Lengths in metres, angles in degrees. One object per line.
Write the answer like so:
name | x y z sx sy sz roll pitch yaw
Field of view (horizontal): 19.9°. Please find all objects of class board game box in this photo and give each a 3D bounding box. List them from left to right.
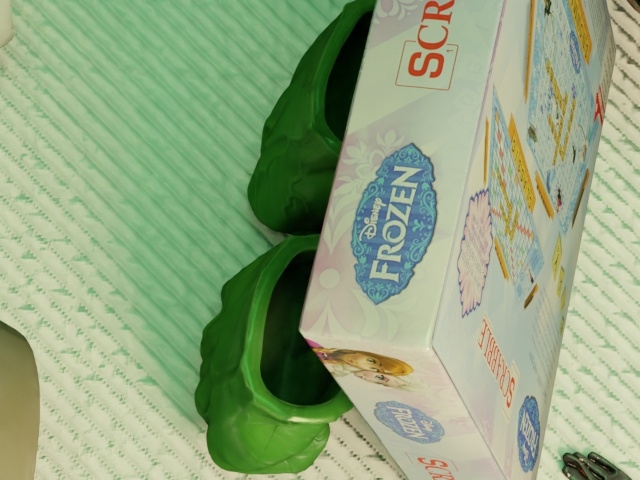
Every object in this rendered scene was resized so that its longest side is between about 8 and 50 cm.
board game box | 0.089 -0.040 0.980 0.066 0.318 0.318 7 69 18

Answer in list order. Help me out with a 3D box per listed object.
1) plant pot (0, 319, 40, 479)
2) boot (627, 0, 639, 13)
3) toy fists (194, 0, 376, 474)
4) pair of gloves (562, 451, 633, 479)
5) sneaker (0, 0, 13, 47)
plant pot | -0.300 0.109 0.890 0.280 0.323 0.323 15 70 -23
boot | 0.211 -0.213 1.127 0.248 0.090 0.207 49 33 0
toy fists | 0.000 0.000 1.044 0.096 0.142 0.279 19 70 -15
pair of gloves | 0.159 0.170 1.085 0.074 0.010 0.083 39 69 4
sneaker | -0.329 -0.226 1.045 0.236 0.130 0.322 -17 90 -15
